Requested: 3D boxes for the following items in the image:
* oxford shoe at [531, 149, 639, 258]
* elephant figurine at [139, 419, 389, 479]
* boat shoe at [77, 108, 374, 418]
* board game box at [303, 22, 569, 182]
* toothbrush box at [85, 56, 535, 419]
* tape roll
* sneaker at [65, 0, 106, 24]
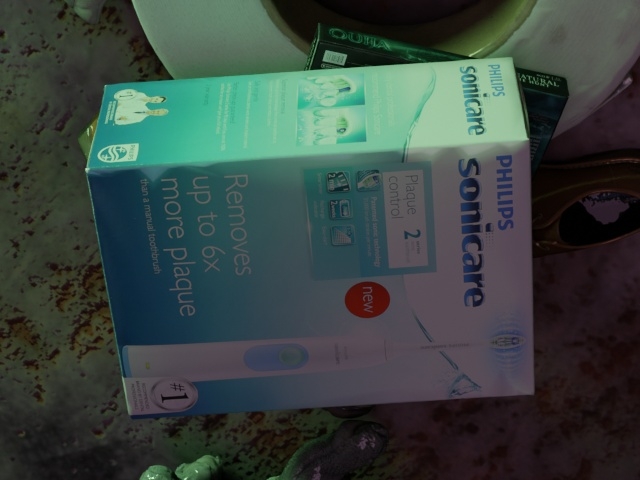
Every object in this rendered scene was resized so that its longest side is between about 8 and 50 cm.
[{"bbox_3d":[0.162,-0.018,1.358,0.212,0.076,0.076,-15,111,20],"label":"oxford shoe"},{"bbox_3d":[-0.026,0.250,1.465,0.239,0.186,0.169,-11,78,18],"label":"elephant figurine"},{"bbox_3d":[-0.047,-0.003,1.397,0.120,0.122,0.324,-44,103,9],"label":"boat shoe"},{"bbox_3d":[0.072,-0.082,1.280,0.186,0.026,0.126,12,129,-9],"label":"board game box"},{"bbox_3d":[0.000,0.000,1.239,0.295,0.126,0.216,-3,123,1],"label":"toothbrush box"},{"bbox_3d":[0.057,-0.214,1.235,0.392,0.072,0.392,0,129,0],"label":"tape roll"},{"bbox_3d":[-0.098,-0.251,1.318,0.262,0.099,0.121,-20,127,18],"label":"sneaker"}]
